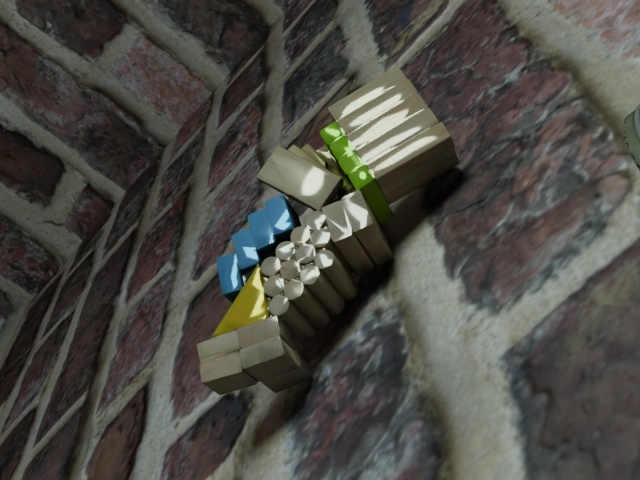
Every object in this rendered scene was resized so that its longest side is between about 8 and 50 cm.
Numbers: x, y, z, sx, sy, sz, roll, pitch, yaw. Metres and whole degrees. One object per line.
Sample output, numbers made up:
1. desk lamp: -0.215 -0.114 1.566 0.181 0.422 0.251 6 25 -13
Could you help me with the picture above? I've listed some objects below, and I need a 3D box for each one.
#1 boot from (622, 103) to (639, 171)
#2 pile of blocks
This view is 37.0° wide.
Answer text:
1. boot: 0.283 -0.078 0.527 0.208 0.076 0.189 -49 32 29
2. pile of blocks: 0.000 0.000 0.958 0.149 0.112 0.362 32 79 29
